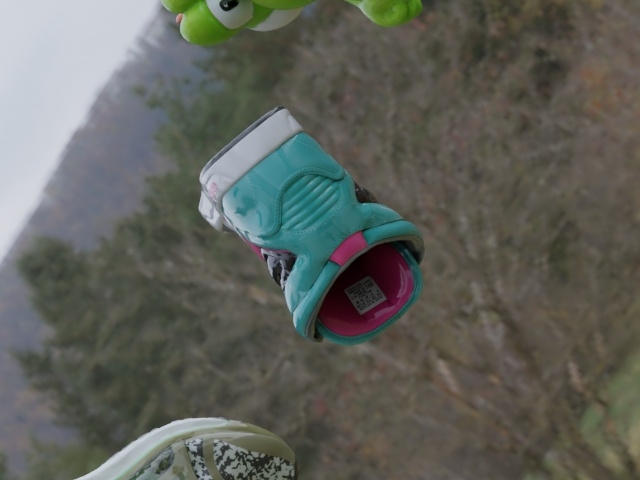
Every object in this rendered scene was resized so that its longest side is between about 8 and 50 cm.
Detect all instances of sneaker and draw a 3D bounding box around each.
[{"bbox_3d":[0.000,0.000,1.294,0.124,0.178,0.295,-39,-5,-2],"label":"sneaker"},{"bbox_3d":[-0.177,0.302,1.561,0.410,0.182,0.158,-17,-63,-31],"label":"sneaker"}]

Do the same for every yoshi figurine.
[{"bbox_3d":[0.008,-0.303,1.547,0.362,0.204,0.203,-41,-26,-37],"label":"yoshi figurine"}]
